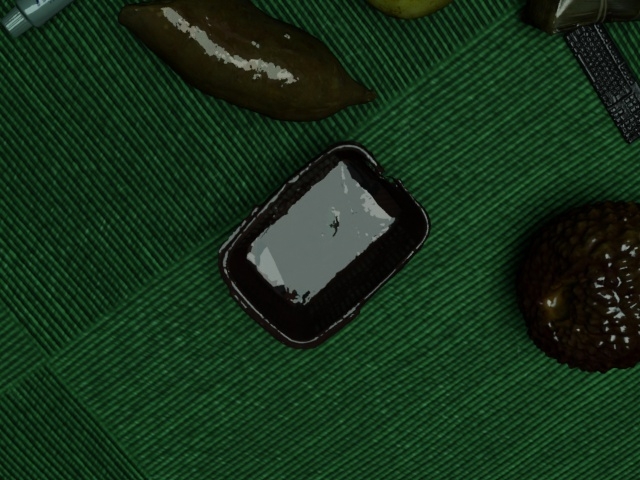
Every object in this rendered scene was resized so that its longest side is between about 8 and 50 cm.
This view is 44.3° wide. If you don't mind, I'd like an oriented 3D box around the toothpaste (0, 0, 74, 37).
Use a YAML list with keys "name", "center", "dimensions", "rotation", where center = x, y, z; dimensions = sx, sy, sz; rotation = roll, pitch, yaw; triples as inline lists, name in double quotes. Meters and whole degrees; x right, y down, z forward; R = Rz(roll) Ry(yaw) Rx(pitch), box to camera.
- name: "toothpaste"
  center: [-0.332, -0.395, 1.127]
  dimensions: [0.297, 0.048, 0.075]
  rotation: [-38, 99, 1]

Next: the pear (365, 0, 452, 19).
- name: "pear"
  center: [0.126, -0.413, 1.083]
  dimensions: [0.197, 0.197, 0.197]
  rotation: [-1, 102, -3]

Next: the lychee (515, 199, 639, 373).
- name: "lychee"
  center: [0.435, 0.064, 1.173]
  dimensions: [0.267, 0.267, 0.268]
  rotation: [-1, 102, -3]

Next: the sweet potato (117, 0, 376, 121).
- name: "sweet potato"
  center: [-0.097, -0.258, 1.118]
  dimensions: [0.369, 0.158, 0.158]
  rotation: [30, 99, -14]

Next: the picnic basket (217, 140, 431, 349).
- name: "picnic basket"
  center: [0.000, 0.000, 1.187]
  dimensions: [0.297, 0.129, 0.222]
  rotation: [-43, 100, 5]

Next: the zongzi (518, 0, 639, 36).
- name: "zongzi"
  center: [0.416, -0.430, 1.123]
  dimensions: [0.241, 0.111, 0.248]
  rotation: [-8, 116, -12]

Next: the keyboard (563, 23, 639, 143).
- name: "keyboard"
  center: [0.453, -0.249, 1.220]
  dimensions: [0.061, 0.013, 0.204]
  rotation: [-35, 102, 5]
